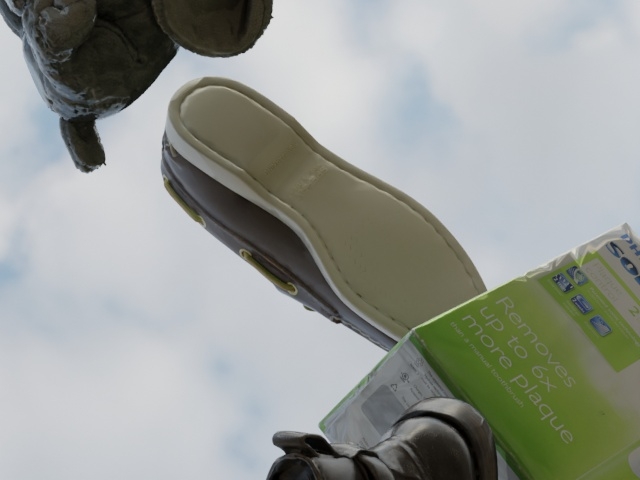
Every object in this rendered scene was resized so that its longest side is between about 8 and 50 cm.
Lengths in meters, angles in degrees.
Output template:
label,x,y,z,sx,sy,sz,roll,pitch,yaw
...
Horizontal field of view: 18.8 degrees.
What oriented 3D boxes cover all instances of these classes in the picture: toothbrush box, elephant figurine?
label,x,y,z,sx,sy,sz,roll,pitch,yaw
toothbrush box,0.171,0.131,1.323,0.283,0.206,0.122,-21,-22,-50
elephant figurine,-0.110,-0.199,1.397,0.239,0.169,0.186,-27,-19,-12

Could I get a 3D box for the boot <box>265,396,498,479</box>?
label,x,y,z,sx,sy,sz,roll,pitch,yaw
boot,0.029,0.213,1.061,0.229,0.091,0.263,-18,-78,-64

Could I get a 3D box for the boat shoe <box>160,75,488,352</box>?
label,x,y,z,sx,sy,sz,roll,pitch,yaw
boat shoe,0.000,0.000,1.562,0.116,0.324,0.096,-43,-14,-36
